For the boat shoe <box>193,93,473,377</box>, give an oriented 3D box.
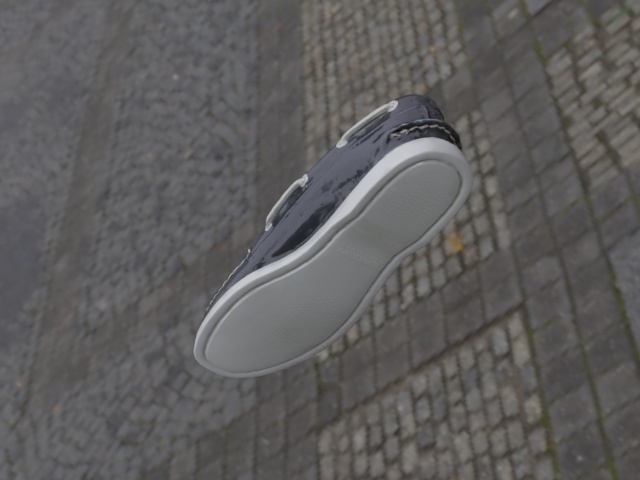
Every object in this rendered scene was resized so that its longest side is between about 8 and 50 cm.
[{"bbox_3d":[0.000,0.000,0.443,0.125,0.046,0.038,-47,36,29],"label":"boat shoe"}]
